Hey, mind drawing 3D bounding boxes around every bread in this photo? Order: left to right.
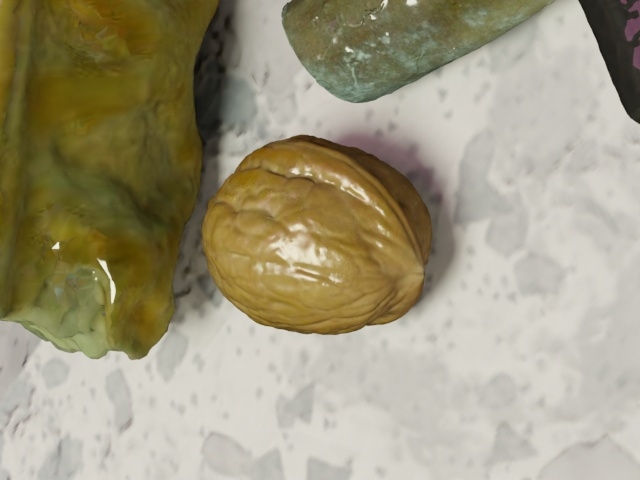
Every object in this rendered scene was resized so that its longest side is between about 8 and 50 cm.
[{"bbox_3d":[-0.174,-0.072,0.896,0.238,0.196,0.252,13,87,18],"label":"bread"}]

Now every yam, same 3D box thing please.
[{"bbox_3d":[0.065,-0.123,0.791,0.169,0.068,0.068,-23,70,35],"label":"yam"}]

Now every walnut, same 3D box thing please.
[{"bbox_3d":[0.000,0.000,0.813,0.124,0.105,0.105,23,100,36],"label":"walnut"}]

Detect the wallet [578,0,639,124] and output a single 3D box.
[{"bbox_3d":[0.155,-0.214,0.713,0.170,0.044,0.321,-24,67,9],"label":"wallet"}]
